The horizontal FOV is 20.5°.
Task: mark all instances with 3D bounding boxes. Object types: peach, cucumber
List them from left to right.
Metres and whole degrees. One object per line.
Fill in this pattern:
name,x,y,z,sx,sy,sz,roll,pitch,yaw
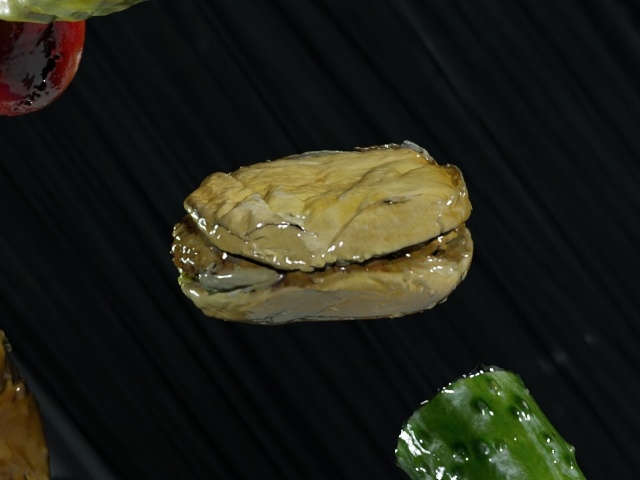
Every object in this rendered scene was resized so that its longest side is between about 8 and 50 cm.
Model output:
peach,-0.274,-0.181,1.576,0.127,0.172,0.092,3,32,-7
cucumber,0.171,0.227,1.450,0.134,0.244,0.134,-27,-30,-17

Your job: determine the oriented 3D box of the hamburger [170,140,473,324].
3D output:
hamburger,0.001,0.000,1.682,0.283,0.144,0.259,-1,19,-2

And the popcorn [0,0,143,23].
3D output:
popcorn,-0.192,-0.300,1.309,0.282,0.282,0.247,-38,29,-13

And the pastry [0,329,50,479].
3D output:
pastry,-0.383,0.169,1.631,0.162,0.311,0.255,-4,27,36
